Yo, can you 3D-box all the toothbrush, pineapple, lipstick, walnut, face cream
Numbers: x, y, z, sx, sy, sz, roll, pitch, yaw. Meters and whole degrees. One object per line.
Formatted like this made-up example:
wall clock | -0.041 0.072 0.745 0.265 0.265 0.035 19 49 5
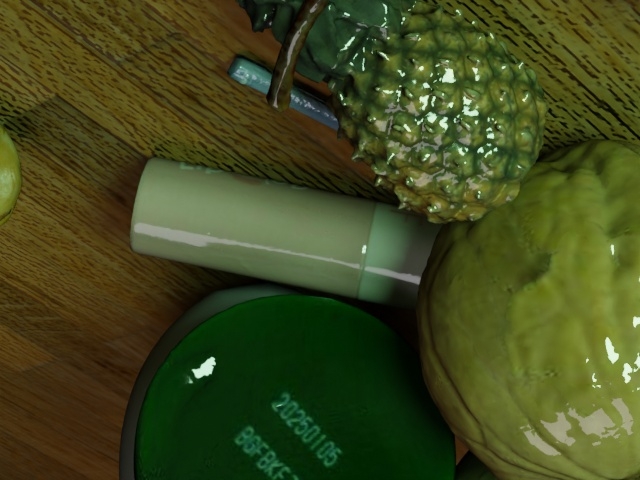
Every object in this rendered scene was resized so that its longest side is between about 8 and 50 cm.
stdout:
toothbrush | 0.035 -0.063 1.034 0.219 0.019 0.016 27 150 -22
pineapple | 0.014 -0.113 0.892 0.251 0.125 0.125 36 142 -25
lipstick | 0.000 0.000 1.098 0.254 0.070 0.070 12 148 2
walnut | 0.169 0.048 0.970 0.228 0.228 0.228 9 148 6
face cream | -0.036 0.186 1.171 0.219 0.312 0.357 -8 164 -9

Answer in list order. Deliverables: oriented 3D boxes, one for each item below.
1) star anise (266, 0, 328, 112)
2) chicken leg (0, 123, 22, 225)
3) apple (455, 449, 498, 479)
star anise | 0.033 -0.177 0.754 0.177 0.073 0.234 -9 125 9
chicken leg | -0.300 -0.076 1.085 0.207 0.085 0.101 30 157 -11
apple | 0.245 0.250 1.166 0.357 0.357 0.357 9 148 6
